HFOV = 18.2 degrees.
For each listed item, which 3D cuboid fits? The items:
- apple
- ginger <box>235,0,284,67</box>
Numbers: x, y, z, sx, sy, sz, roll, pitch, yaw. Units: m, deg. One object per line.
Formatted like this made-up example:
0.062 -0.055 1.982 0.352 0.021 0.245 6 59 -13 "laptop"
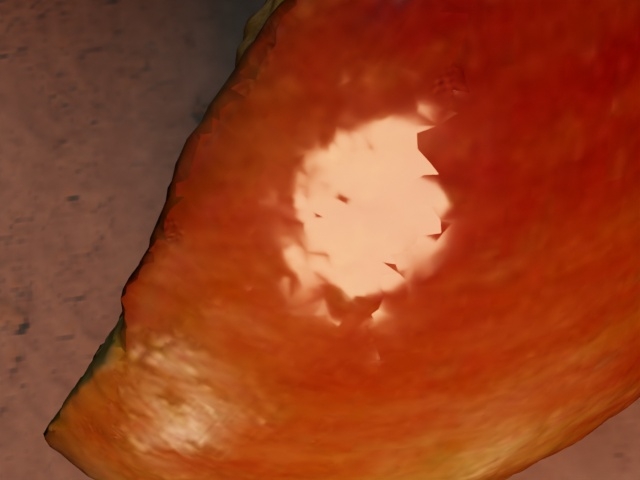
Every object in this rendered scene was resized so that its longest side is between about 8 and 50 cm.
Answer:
0.065 -0.064 0.588 0.179 0.254 0.346 13 58 42 "apple"
0.011 0.008 0.672 0.115 0.081 0.205 6 88 38 "ginger"
